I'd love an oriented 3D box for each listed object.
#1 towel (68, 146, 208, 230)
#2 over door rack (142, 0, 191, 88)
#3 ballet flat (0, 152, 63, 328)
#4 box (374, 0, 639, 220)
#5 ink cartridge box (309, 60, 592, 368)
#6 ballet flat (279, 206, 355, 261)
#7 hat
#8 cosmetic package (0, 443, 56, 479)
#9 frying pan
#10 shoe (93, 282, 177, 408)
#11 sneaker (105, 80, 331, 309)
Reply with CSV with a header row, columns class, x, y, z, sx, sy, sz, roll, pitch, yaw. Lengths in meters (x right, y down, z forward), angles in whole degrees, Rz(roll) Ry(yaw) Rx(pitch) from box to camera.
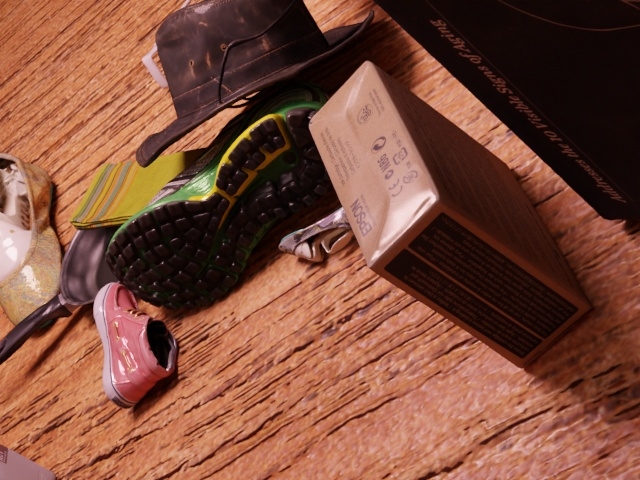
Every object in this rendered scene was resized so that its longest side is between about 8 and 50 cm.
class,x,y,z,sx,sy,sz,roll,pitch,yaw
towel,-0.224,-0.067,1.753,0.237,0.021,0.102,-6,53,47
over door rack,-0.122,-0.387,1.921,0.240,0.108,0.324,-11,52,48
ballet flat,-0.431,-0.009,1.953,0.123,0.123,0.348,-42,34,18
box,0.283,-0.260,0.930,0.472,0.480,0.297,-4,55,50
ink cartridge box,0.106,-0.025,1.202,0.088,0.193,0.234,-45,32,17
ballet flat,0.000,0.000,1.463,0.114,0.041,0.041,-28,40,36
hat,-0.104,-0.221,1.606,0.331,0.134,0.331,-31,10,6
cosmetic package,-0.418,0.348,1.612,0.238,0.107,0.127,-33,37,25
frying pan,-0.289,0.056,1.764,0.197,0.053,0.326,16,72,56
shoe,-0.210,0.104,1.613,0.081,0.063,0.178,-36,41,23
sneaker,-0.102,-0.046,1.580,0.343,0.134,0.146,-36,20,24
